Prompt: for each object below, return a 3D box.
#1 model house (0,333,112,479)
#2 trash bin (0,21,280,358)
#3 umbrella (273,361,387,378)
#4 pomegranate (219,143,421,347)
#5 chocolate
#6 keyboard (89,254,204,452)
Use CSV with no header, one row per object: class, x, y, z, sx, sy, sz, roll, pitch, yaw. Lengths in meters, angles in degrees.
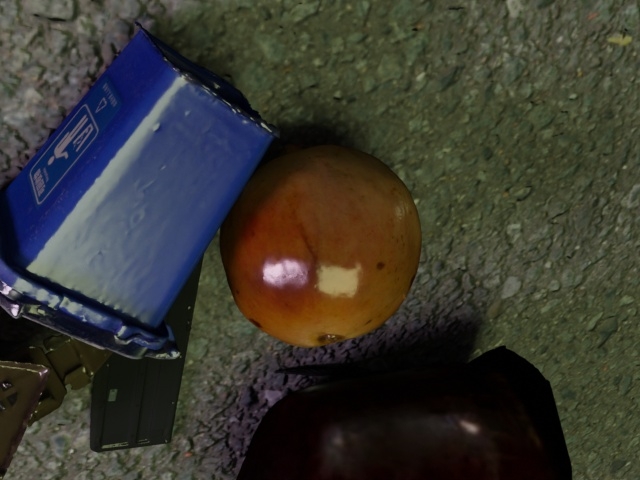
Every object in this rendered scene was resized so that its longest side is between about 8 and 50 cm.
model house,-0.288,0.119,0.816,0.248,0.176,0.181,-29,178,-32
trash bin,-0.149,-0.035,0.744,0.184,0.162,0.234,30,102,-36
umbrella,0.016,0.155,1.069,0.149,0.022,0.022,3,87,-28
pomegranate,0.001,0.003,0.831,0.191,0.191,0.191,-14,131,-16
chocolate,0.061,0.308,1.028,0.331,0.383,0.383,5,125,-9
keyboard,-0.193,0.168,0.970,0.103,0.041,0.381,-2,120,-25
